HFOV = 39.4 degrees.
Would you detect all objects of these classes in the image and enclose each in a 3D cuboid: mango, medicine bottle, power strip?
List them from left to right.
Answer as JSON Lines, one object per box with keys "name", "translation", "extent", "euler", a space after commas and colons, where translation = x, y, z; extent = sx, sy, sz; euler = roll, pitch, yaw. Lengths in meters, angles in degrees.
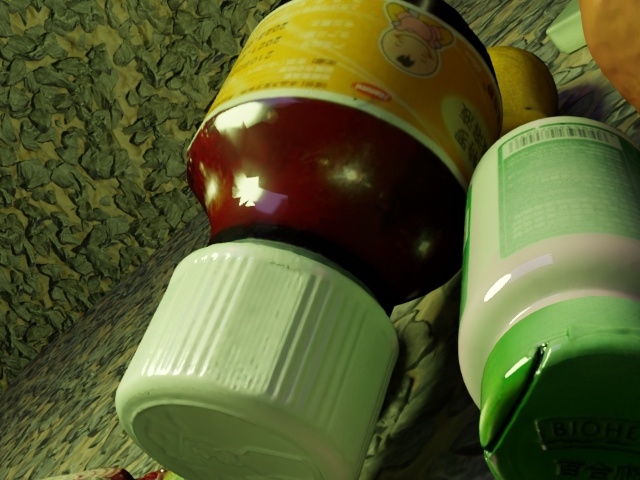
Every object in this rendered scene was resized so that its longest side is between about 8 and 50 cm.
{"name": "medicine bottle", "translation": [0.000, 0.000, 0.688], "extent": [0.242, 0.243, 0.395], "euler": [-29, 35, 49]}
{"name": "mango", "translation": [0.168, -0.113, 0.917], "extent": [0.177, 0.120, 0.295], "euler": [-48, 9, 20]}
{"name": "medicine bottle", "translation": [0.146, 0.031, 0.509], "extent": [0.133, 0.133, 0.274], "euler": [-39, 13, 24]}
{"name": "power strip", "translation": [0.381, -0.308, 1.056], "extent": [0.118, 0.046, 0.270], "euler": [-51, 14, -28]}

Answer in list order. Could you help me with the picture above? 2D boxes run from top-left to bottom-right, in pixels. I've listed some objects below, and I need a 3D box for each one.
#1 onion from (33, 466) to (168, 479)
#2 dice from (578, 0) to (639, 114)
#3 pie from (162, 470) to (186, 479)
{"name": "onion", "translation": [-0.230, 0.290, 0.889], "extent": [0.218, 0.139, 0.195], "euler": [-5, -18, -43]}
{"name": "dice", "translation": [0.298, -0.179, 0.615], "extent": [0.175, 0.174, 0.179], "euler": [-51, 15, -22]}
{"name": "pie", "translation": [-0.064, 0.163, 0.839], "extent": [0.302, 0.067, 0.302], "euler": [-48, 7, 8]}
